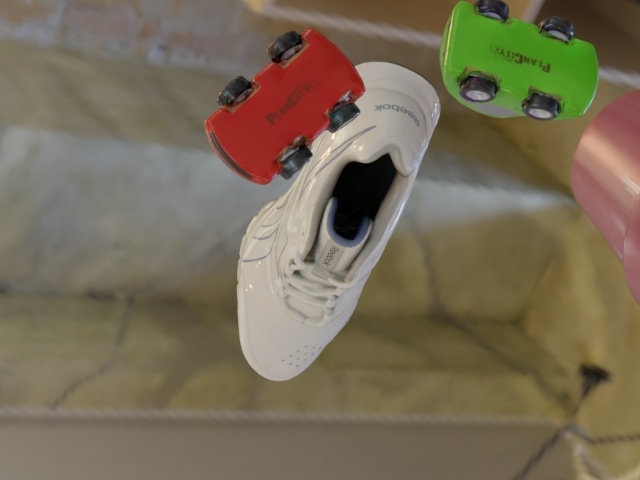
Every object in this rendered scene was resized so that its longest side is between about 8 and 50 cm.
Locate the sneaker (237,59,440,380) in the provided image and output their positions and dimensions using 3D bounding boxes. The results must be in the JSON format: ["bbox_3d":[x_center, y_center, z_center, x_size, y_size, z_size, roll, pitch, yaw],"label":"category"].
[{"bbox_3d":[0.000,0.000,1.437,0.111,0.297,0.129,20,-149,-5],"label":"sneaker"}]

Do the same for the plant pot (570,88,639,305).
[{"bbox_3d":[0.313,-0.037,1.513,0.201,0.201,0.180,8,-158,-34],"label":"plant pot"}]

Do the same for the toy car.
[{"bbox_3d":[0.053,-0.116,1.059,0.225,0.239,0.053,16,160,-14],"label":"toy car"}]
